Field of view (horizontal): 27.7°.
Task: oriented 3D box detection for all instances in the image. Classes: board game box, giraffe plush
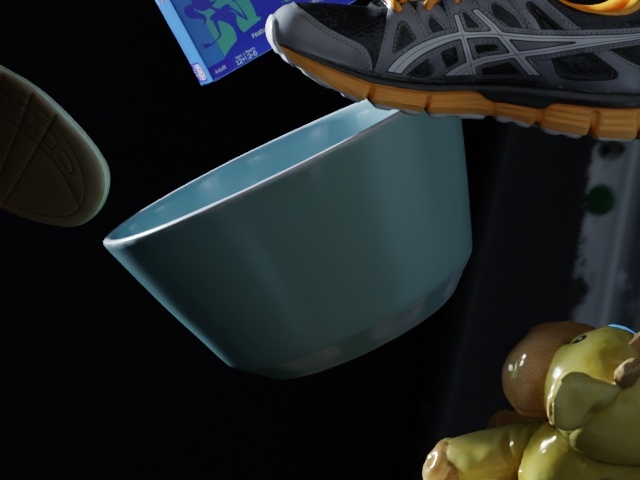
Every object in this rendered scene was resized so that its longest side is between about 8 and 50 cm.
[{"bbox_3d":[-0.070,-0.248,0.983,0.160,0.047,0.210,-33,-78,-14],"label":"board game box"},{"bbox_3d":[0.163,0.126,0.805,0.210,0.171,0.181,11,-148,20],"label":"giraffe plush"}]

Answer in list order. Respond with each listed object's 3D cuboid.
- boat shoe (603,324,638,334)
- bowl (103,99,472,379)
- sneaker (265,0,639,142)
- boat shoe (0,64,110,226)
[{"bbox_3d":[0.354,0.184,1.259,0.089,0.109,0.258,17,-153,-41],"label":"boat shoe"},{"bbox_3d":[0.000,0.000,1.056,0.311,0.311,0.163,-31,-80,-29],"label":"bowl"},{"bbox_3d":[0.079,-0.106,0.673,0.214,0.084,0.083,6,-72,-7],"label":"sneaker"},{"bbox_3d":[-0.298,-0.110,1.167,0.302,0.098,0.109,29,-78,18],"label":"boat shoe"}]
